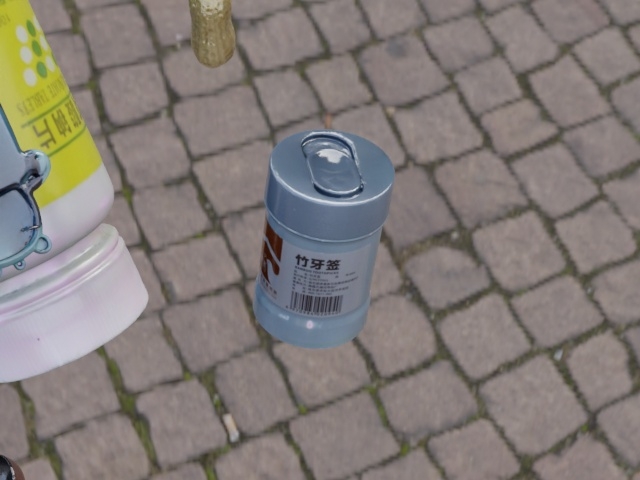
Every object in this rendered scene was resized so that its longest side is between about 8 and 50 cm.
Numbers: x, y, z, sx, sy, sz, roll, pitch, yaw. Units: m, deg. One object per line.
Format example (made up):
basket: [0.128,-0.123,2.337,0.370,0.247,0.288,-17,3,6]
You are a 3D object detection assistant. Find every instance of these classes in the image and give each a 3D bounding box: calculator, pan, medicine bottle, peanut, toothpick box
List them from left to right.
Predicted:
calculator: [-0.215,-0.044,0.845,0.094,0.019,0.141,-30,101,-24]
medicine bottle: [-0.321,-0.073,1.289,0.213,0.378,0.213,-20,18,7]
pan: [-0.308,0.227,1.292,0.115,0.023,0.068,22,100,47]
peanut: [-0.116,-0.237,1.461,0.054,0.113,0.054,-1,31,1]
toothpick box: [0.000,0.000,1.112,0.101,0.153,0.101,6,39,-4]
